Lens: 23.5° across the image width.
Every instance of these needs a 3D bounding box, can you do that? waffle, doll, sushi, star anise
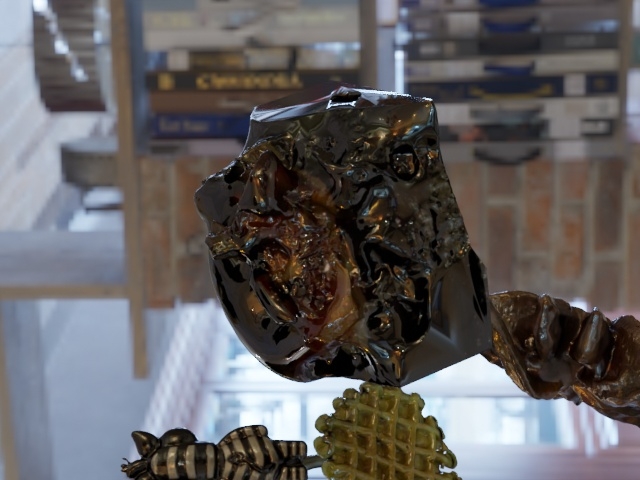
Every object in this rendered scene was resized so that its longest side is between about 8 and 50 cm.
[{"bbox_3d":[0.077,0.248,1.758,0.036,0.169,0.183,-29,89,55],"label":"waffle"},{"bbox_3d":[-0.124,0.262,1.804,0.067,0.219,0.091,110,160,-76],"label":"doll"},{"bbox_3d":[0.000,0.001,1.364,0.215,0.212,0.227,25,133,66],"label":"sushi"},{"bbox_3d":[0.263,0.124,1.599,0.349,0.292,0.109,58,-136,-74],"label":"star anise"}]

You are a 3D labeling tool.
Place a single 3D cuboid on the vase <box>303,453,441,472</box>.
[{"bbox_3d":[0.039,0.399,2.105,0.156,0.300,0.251,-155,48,-69],"label":"vase"}]
